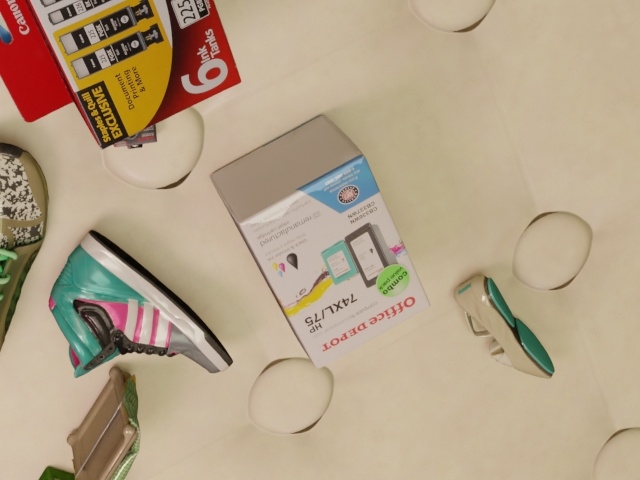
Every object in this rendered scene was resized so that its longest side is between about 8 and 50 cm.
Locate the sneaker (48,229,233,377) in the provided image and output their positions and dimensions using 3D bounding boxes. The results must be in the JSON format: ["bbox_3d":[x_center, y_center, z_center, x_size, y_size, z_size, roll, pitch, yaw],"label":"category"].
[{"bbox_3d":[-0.282,0.142,1.672,0.295,0.124,0.178,43,89,-21],"label":"sneaker"}]

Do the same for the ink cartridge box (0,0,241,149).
[{"bbox_3d":[-0.276,-0.280,1.376,0.272,0.130,0.309,-28,134,-9],"label":"ink cartridge box"}]

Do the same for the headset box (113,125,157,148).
[{"bbox_3d":[-0.263,-0.169,1.597,0.062,0.032,0.083,-8,113,-16],"label":"headset box"}]

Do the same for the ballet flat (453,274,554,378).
[{"bbox_3d":[0.303,0.154,1.914,0.086,0.086,0.248,-39,117,0],"label":"ballet flat"}]

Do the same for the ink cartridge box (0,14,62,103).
[{"bbox_3d":[-0.339,-0.311,1.483,0.231,0.078,0.134,-46,119,4],"label":"ink cartridge box"}]

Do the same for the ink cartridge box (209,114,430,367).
[{"bbox_3d":[0.000,0.000,1.666,0.198,0.197,0.270,-29,119,-4],"label":"ink cartridge box"}]

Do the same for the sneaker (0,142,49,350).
[{"bbox_3d":[-0.462,0.071,1.549,0.158,0.182,0.410,12,108,-23],"label":"sneaker"}]

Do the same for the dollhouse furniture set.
[{"bbox_3d":[-0.309,0.369,1.722,0.151,0.197,0.301,28,102,-25],"label":"dollhouse furniture set"}]
